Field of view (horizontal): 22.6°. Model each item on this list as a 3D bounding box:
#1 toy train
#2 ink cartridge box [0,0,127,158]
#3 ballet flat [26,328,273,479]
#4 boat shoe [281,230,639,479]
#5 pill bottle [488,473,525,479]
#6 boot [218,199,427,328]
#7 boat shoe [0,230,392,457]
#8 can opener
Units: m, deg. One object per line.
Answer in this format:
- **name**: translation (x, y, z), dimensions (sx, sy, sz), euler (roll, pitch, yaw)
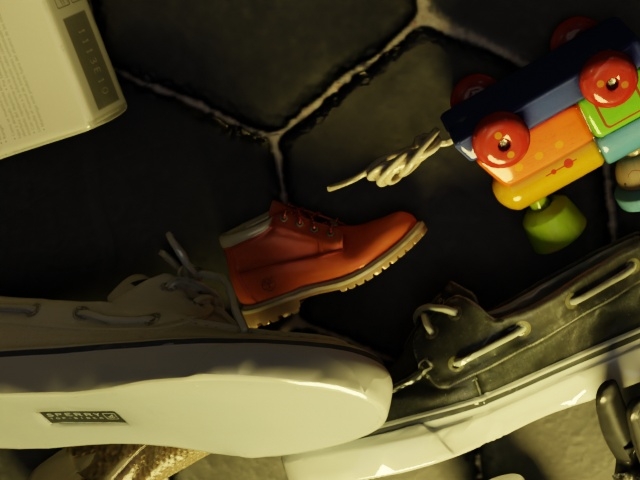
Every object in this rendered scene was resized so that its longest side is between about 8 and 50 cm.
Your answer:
- **toy train**: translation (0.145, -0.048, 1.195), dimensions (0.248, 0.105, 0.143), euler (-30, 114, 7)
- **ink cartridge box**: translation (-0.297, -0.186, 1.183), dimensions (0.238, 0.060, 0.275), euler (-14, 103, 29)
- **ballet flat**: translation (-0.123, 0.154, 1.261), dimensions (0.250, 0.058, 0.084), euler (-35, 62, 3)
- **boat shoe**: translation (0.118, 0.086, 1.221), dimensions (0.335, 0.121, 0.119), euler (-21, 94, -6)
- **pill bottle**: translation (0.169, 0.269, 1.264), dimensions (0.087, 0.087, 0.160), euler (-28, 100, 7)
- **boot**: translation (0.000, 0.000, 1.222), dimensions (0.157, 0.059, 0.085), euler (-23, 97, 6)
- **boat shoe**: translation (-0.121, 0.069, 1.190), dimensions (0.367, 0.157, 0.136), euler (-4, 148, 20)
- **can opener**: translation (0.237, 0.145, 1.206), dimensions (0.059, 0.186, 0.073), euler (16, 74, 30)
